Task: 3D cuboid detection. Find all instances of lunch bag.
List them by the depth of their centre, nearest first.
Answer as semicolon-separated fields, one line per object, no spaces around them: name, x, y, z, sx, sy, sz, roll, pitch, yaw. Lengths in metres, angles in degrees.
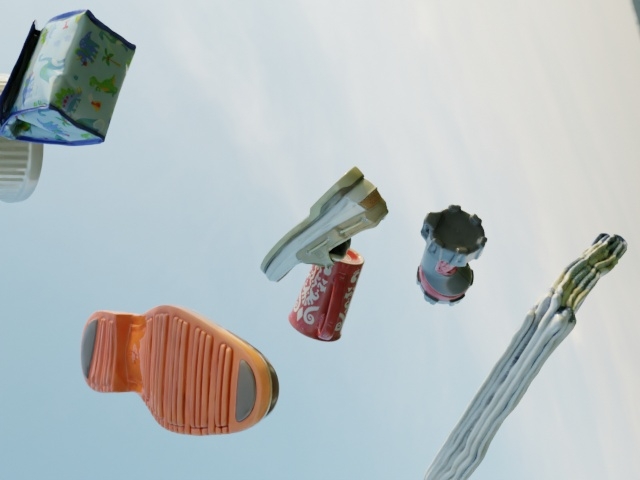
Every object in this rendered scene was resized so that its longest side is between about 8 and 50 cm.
lunch bag;-0.300;-0.179;0.838;0.096;0.151;0.129;34;-115;-46

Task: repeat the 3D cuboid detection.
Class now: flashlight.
flashlight;0.215;0.032;1.209;0.304;0.103;0.103;83;166;-74

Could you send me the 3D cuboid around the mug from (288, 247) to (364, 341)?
mug;0.026;0.106;1.441;0.113;0.150;0.169;4;-65;-38

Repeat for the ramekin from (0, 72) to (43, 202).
ramekin;-0.533;-0.159;1.165;0.109;0.207;0.207;-8;-98;-45

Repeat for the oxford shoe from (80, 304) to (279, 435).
oxford shoe;-0.144;0.135;0.849;0.132;0.363;0.130;7;-91;-40

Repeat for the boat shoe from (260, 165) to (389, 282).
boat shoe;0.000;0.000;1.312;0.103;0.302;0.113;46;-138;0

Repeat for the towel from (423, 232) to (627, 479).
towel;0.197;0.101;0.679;0.034;0.209;0.285;35;-154;19
